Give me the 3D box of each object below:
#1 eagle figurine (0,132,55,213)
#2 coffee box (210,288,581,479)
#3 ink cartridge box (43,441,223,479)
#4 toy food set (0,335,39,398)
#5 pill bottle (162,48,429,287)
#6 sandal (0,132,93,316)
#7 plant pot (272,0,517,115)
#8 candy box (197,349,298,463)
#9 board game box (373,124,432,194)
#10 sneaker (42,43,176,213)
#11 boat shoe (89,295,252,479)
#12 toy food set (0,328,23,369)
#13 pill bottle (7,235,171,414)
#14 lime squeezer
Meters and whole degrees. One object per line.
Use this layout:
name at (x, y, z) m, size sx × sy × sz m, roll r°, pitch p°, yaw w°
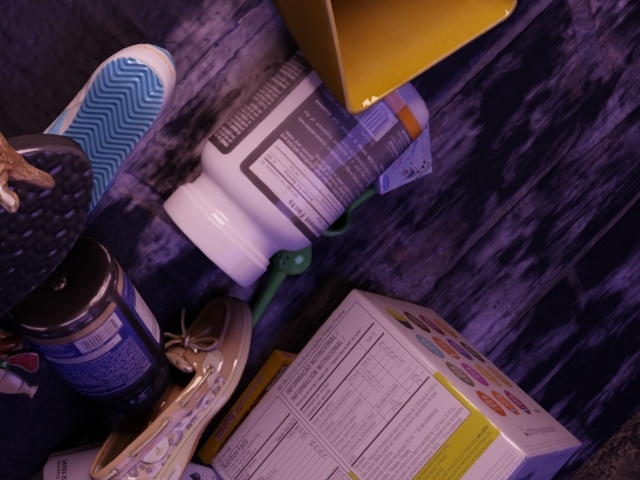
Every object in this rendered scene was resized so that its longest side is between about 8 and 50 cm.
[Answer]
eagle figurine at (-0.355, -0.025, 0.685) m, size 0.298 × 0.226 × 0.225 m, roll -19°, pitch 180°, yaw 7°
coffee box at (0.117, 0.313, 1.415) m, size 0.338 × 0.334 × 0.338 m, roll -52°, pitch 154°, yaw 10°
ink cartridge box at (-0.234, 0.392, 1.272) m, size 0.114 × 0.197 × 0.273 m, roll -18°, pitch 151°, yaw 23°
toy food set at (-0.350, 0.124, 1.010) m, size 0.122 × 0.019 × 0.078 m, roll 18°, pitch 105°, yaw -23°
pill bottle at (-0.029, -0.091, 1.050) m, size 0.278 × 0.162 × 0.162 m, roll -45°, pitch 145°, yaw 0°
sandal at (-0.384, 0.043, 0.896) m, size 0.446 × 0.107 × 0.168 m, roll -44°, pitch 148°, yaw 21°
plant pot at (0.042, -0.288, 0.901) m, size 0.212 × 0.187 × 0.212 m, roll -34°, pitch 143°, yaw -14°
candy box at (-0.090, 0.254, 1.444) m, size 0.206 × 0.027 × 0.105 m, roll -54°, pitch 148°, yaw 12°
board game box at (0.104, -0.117, 1.255) m, size 0.090 × 0.020 × 0.090 m, roll -25°, pitch 122°, yaw -29°
sneaker at (-0.218, -0.093, 0.917) m, size 0.229 × 0.092 × 0.087 m, roll -40°, pitch 104°, yaw 22°
boat shoe at (-0.176, 0.184, 1.176) m, size 0.089 × 0.105 × 0.285 m, roll 40°, pitch 64°, yaw -33°
toy food set at (-0.371, 0.129, 1.044) m, size 0.083 × 0.020 × 0.082 m, roll 17°, pitch 112°, yaw -52°
pill bottle at (-0.244, 0.103, 1.057) m, size 0.123 × 0.123 × 0.219 m, roll -36°, pitch 143°, yaw -13°
lime squeezer at (0.000, 0.000, 1.258) m, size 0.310 × 0.059 × 0.110 m, roll -46°, pitch 144°, yaw -1°
